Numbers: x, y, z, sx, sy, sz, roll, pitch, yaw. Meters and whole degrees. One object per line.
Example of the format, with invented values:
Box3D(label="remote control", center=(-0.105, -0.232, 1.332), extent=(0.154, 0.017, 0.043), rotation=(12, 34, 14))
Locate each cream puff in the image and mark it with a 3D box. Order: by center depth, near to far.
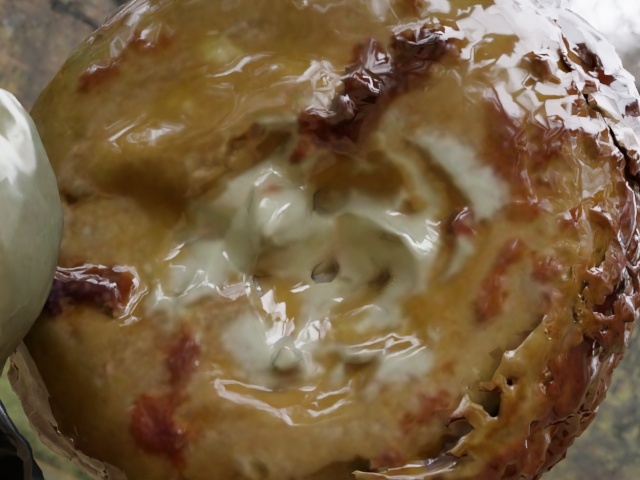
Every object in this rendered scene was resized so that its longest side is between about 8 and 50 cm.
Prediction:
Box3D(label="cream puff", center=(-0.001, 0.001, 0.497), extent=(0.240, 0.240, 0.164), rotation=(23, -1, 12))

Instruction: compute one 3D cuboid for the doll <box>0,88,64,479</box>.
Box3D(label="doll", center=(-0.188, 0.066, 0.368), extent=(0.247, 0.349, 0.247), rotation=(-5, -24, -2))
